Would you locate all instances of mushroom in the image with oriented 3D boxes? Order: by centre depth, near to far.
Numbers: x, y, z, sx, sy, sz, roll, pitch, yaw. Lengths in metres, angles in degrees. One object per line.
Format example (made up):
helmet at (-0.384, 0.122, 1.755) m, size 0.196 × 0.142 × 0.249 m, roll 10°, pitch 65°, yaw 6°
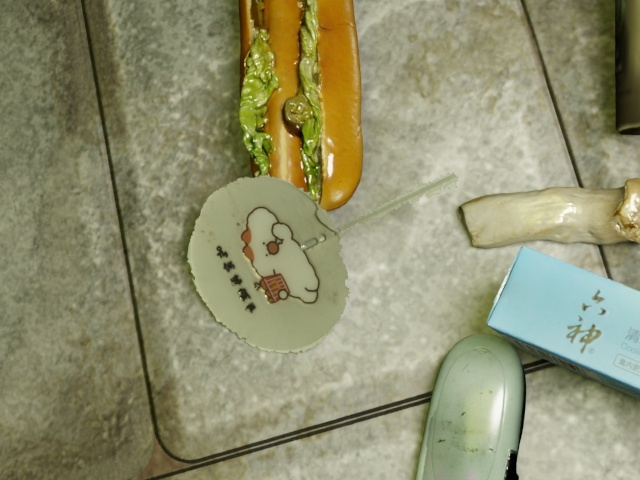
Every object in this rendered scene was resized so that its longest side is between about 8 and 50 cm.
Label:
mushroom at (0.225, -0.024, 1.082) m, size 0.202 × 0.054 × 0.059 m, roll -1°, pitch 78°, yaw 26°

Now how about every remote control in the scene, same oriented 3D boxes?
remote control at (0.136, 0.213, 1.059) m, size 0.097 × 0.045 × 0.256 m, roll 6°, pitch 81°, yaw 25°

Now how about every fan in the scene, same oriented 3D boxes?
fan at (0.000, 0.000, 1.122) m, size 0.329 × 0.009 × 0.191 m, roll -27°, pitch 90°, yaw 31°

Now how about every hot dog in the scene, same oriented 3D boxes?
hot dog at (-0.026, -0.175, 1.189) m, size 0.135 × 0.100 × 0.337 m, roll -8°, pitch 74°, yaw 19°

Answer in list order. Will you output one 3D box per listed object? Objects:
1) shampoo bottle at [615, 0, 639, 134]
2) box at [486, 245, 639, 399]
shampoo bottle at (0.313, -0.275, 1.034) m, size 0.084 × 0.125 × 0.350 m, roll -1°, pitch 91°, yaw 0°
box at (0.275, 0.093, 0.980) m, size 0.232 × 0.142 × 0.083 m, roll 21°, pitch 85°, yaw 25°
